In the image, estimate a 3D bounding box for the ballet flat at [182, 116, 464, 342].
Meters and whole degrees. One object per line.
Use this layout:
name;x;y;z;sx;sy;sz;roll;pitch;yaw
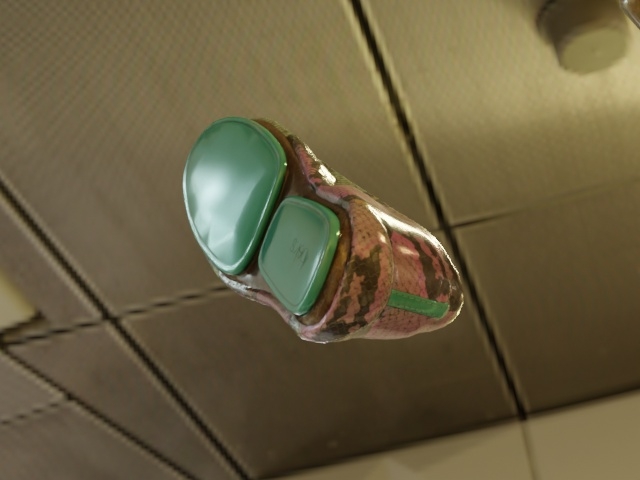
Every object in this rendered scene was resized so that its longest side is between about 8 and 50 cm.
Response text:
ballet flat;0.000;0.000;0.688;0.079;0.221;0.077;21;-84;-23

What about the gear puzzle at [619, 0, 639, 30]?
gear puzzle;0.045;-0.190;0.294;0.175;0.044;0.339;-43;-75;5
